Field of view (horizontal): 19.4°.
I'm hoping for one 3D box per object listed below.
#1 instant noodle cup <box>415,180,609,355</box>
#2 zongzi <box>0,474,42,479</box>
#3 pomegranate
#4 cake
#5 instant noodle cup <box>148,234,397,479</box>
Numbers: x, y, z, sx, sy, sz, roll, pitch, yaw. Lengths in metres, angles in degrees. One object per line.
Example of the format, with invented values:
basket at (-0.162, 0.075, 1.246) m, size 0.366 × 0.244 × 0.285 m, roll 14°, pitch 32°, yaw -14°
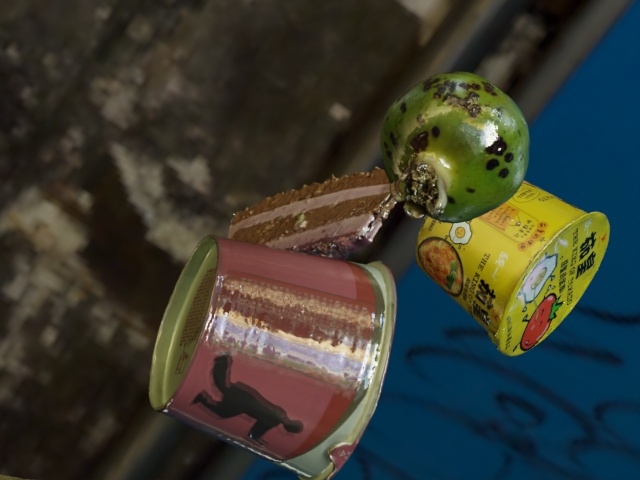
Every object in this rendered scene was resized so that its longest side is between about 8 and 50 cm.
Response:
instant noodle cup at (0.194, 0.010, 1.985) m, size 0.182 × 0.144 × 0.182 m, roll -40°, pitch 151°, yaw -27°
zongzi at (-0.402, 0.531, 2.195) m, size 0.447 × 0.181 × 0.418 m, roll -58°, pitch 153°, yaw -60°
pomegranate at (0.099, -0.064, 1.468) m, size 0.122 × 0.122 × 0.161 m, roll -46°, pitch -175°, yaw 38°
cake at (0.000, 0.000, 2.083) m, size 0.295 × 0.113 × 0.116 m, roll -23°, pitch -149°, yaw 54°
instant noodle cup at (-0.051, 0.104, 1.814) m, size 0.235 × 0.178 × 0.235 m, roll -160°, pitch -90°, yaw -74°
